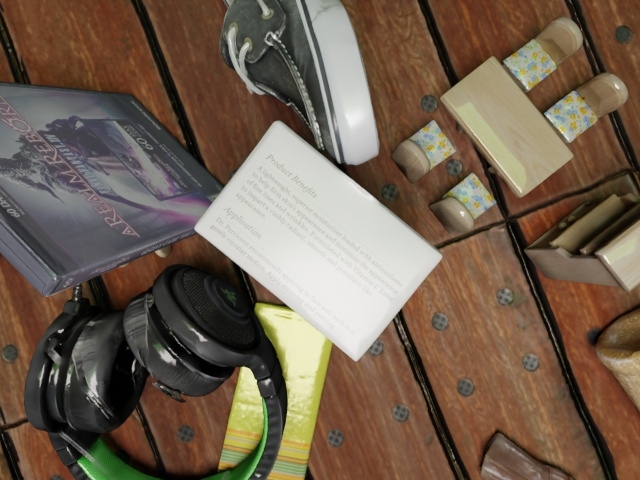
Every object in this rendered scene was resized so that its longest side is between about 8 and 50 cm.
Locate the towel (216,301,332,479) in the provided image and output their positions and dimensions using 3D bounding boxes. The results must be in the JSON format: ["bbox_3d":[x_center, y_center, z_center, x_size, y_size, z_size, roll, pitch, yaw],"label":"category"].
[{"bbox_3d":[-0.053,0.198,0.532,0.102,0.021,0.238,12,89,-2],"label":"towel"}]

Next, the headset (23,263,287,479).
[{"bbox_3d":[-0.186,0.113,0.439,0.243,0.185,0.395,-21,97,6],"label":"headset"}]

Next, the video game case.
[{"bbox_3d":[-0.203,-0.069,0.418,0.196,0.274,0.026,45,110,1],"label":"video game case"}]

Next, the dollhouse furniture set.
[{"bbox_3d":[0.231,-0.082,0.462,0.212,0.161,0.242,-38,88,0],"label":"dollhouse furniture set"}]

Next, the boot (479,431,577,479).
[{"bbox_3d":[0.224,0.292,0.515,0.114,0.037,0.107,29,76,-2],"label":"boot"}]

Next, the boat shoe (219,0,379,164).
[{"bbox_3d":[-0.040,-0.196,0.457,0.119,0.121,0.335,-19,58,-2],"label":"boat shoe"}]

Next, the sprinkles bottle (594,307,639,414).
[{"bbox_3d":[0.445,0.238,0.472,0.121,0.121,0.356,-34,88,0],"label":"sprinkles bottle"}]

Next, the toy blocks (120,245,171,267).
[{"bbox_3d":[-0.260,-0.026,0.522,0.148,0.054,0.123,-11,90,2],"label":"toy blocks"}]

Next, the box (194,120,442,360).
[{"bbox_3d":[0.000,0.000,0.454,0.181,0.182,0.119,39,91,2],"label":"box"}]
